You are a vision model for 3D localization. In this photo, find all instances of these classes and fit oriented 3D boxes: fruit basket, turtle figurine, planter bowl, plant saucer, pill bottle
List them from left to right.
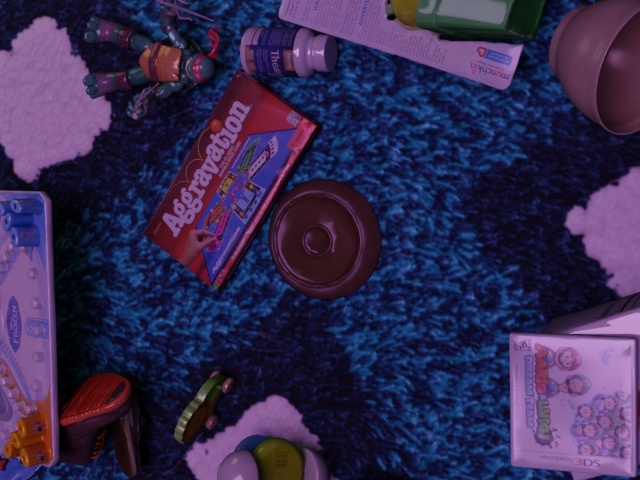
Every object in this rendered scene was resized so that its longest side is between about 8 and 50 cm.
[{"bbox_3d":[-0.228,-0.247,1.645,0.234,0.118,0.175,9,84,36],"label":"turtle figurine"},{"bbox_3d":[-0.042,-0.252,1.594,0.120,0.067,0.067,5,97,22],"label":"pill bottle"},{"bbox_3d":[0.000,0.000,1.624,0.168,0.029,0.168,3,97,21],"label":"plant saucer"},{"bbox_3d":[0.134,-0.390,1.487,0.353,0.165,0.327,24,104,34],"label":"fruit basket"},{"bbox_3d":[0.342,-0.220,1.406,0.109,0.162,0.162,35,109,43],"label":"planter bowl"}]

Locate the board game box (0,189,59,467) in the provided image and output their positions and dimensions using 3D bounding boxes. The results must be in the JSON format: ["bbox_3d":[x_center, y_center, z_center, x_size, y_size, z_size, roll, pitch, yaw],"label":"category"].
[{"bbox_3d":[-0.530,0.119,1.770,0.390,0.050,0.390,3,97,41],"label":"board game box"}]

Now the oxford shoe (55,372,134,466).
[{"bbox_3d":[-0.340,0.268,1.737,0.271,0.097,0.098,-25,112,45],"label":"oxford shoe"}]

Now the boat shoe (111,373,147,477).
[{"bbox_3d":[-0.280,0.271,1.750,0.056,0.049,0.152,-8,91,54],"label":"boat shoe"}]

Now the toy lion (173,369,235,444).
[{"bbox_3d":[-0.170,0.239,1.679,0.034,0.096,0.100,29,105,17],"label":"toy lion"}]

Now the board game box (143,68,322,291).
[{"bbox_3d":[-0.127,-0.083,1.668,0.145,0.027,0.281,37,107,16],"label":"board game box"}]

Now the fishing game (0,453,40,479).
[{"bbox_3d":[-0.513,0.300,1.857,0.189,0.041,0.264,-3,94,20],"label":"fishing game"}]

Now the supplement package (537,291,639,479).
[{"bbox_3d":[0.418,0.145,1.387,0.293,0.175,0.178,-21,88,23],"label":"supplement package"}]

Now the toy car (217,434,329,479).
[{"bbox_3d":[-0.085,0.352,1.646,0.136,0.159,0.182,24,108,56],"label":"toy car"}]

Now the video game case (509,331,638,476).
[{"bbox_3d":[0.285,0.184,1.340,0.143,0.019,0.157,1,96,24],"label":"video game case"}]
